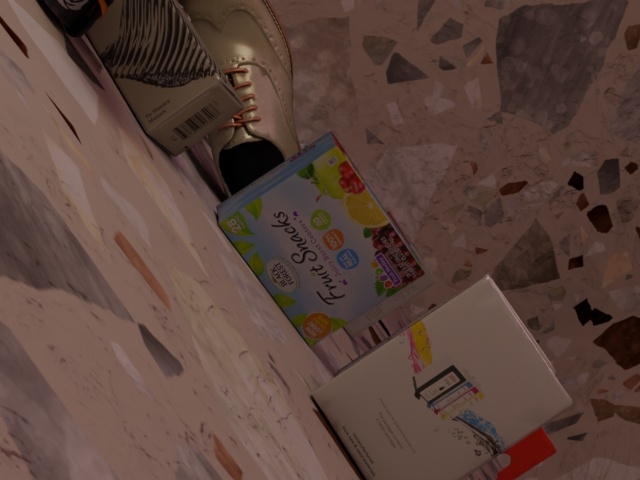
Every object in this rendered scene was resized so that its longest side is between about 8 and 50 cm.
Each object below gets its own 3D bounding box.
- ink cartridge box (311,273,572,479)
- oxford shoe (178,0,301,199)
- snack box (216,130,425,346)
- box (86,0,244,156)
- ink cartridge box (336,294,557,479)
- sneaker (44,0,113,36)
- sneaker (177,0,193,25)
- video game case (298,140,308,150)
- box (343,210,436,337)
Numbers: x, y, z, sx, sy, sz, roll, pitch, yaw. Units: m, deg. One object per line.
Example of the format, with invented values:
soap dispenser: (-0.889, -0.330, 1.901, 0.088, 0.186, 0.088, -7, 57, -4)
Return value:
ink cartridge box: (0.138, 0.172, 1.541, 0.168, 0.232, 0.171, 57, 4, 8)
oxford shoe: (-0.096, -0.185, 1.814, 0.146, 0.140, 0.397, -90, 163, -73)
snack box: (0.000, 0.000, 1.711, 0.207, 0.174, 0.070, 55, 7, -21)
box: (-0.209, -0.243, 1.657, 0.275, 0.113, 0.094, 56, 5, 22)
ink cartridge box: (0.159, 0.215, 1.761, 0.232, 0.189, 0.066, 58, 5, 18)
sneaker: (-0.196, -0.286, 1.460, 0.321, 0.180, 0.124, 16, -32, 52)
sneaker: (-0.221, -0.272, 1.815, 0.281, 0.106, 0.162, 57, 1, 25)
video game case: (-0.023, -0.049, 2.226, 0.183, 0.023, 0.201, -104, -168, -79)
box: (0.084, 0.055, 2.304, 0.091, 0.170, 0.130, 53, 4, -31)
